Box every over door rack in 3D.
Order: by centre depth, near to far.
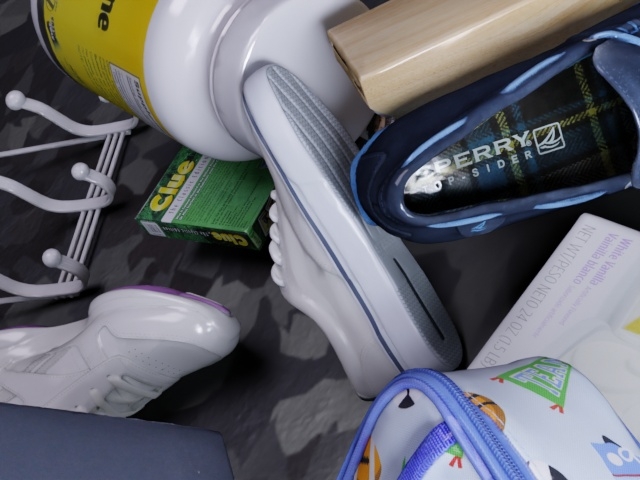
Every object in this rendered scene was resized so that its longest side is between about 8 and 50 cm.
[{"bbox_3d":[-0.355,-0.030,1.325,0.324,0.108,0.239,-16,46,32],"label":"over door rack"}]

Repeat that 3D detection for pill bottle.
[{"bbox_3d":[-0.099,-0.179,1.075,0.188,0.188,0.334,-51,42,-8],"label":"pill bottle"}]

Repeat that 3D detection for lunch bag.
[{"bbox_3d":[0.069,0.216,0.602,0.243,0.115,0.303,56,136,37],"label":"lunch bag"}]

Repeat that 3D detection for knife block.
[{"bbox_3d":[0.175,-0.179,0.887,0.242,0.276,0.088,-64,27,23],"label":"knife block"}]

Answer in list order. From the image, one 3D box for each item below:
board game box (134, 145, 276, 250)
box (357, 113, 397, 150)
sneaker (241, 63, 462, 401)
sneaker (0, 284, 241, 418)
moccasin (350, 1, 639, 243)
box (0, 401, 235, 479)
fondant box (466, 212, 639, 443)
[{"bbox_3d":[-0.052,-0.106,1.142,0.136,0.030,0.259,10,58,35],"label":"board game box"},{"bbox_3d":[0.099,-0.165,0.989,0.087,0.058,0.232,36,116,51],"label":"box"},{"bbox_3d":[0.000,0.000,0.899,0.091,0.094,0.258,-30,84,25],"label":"sneaker"},{"bbox_3d":[-0.185,0.130,1.052,0.305,0.114,0.152,-20,58,34],"label":"sneaker"},{"bbox_3d":[0.192,-0.071,0.813,0.342,0.137,0.117,-27,11,-1],"label":"moccasin"},{"bbox_3d":[-0.152,0.319,0.676,0.312,0.179,0.343,-63,30,29],"label":"box"},{"bbox_3d":[0.212,0.143,0.676,0.238,0.096,0.330,-52,40,-9],"label":"fondant box"}]
